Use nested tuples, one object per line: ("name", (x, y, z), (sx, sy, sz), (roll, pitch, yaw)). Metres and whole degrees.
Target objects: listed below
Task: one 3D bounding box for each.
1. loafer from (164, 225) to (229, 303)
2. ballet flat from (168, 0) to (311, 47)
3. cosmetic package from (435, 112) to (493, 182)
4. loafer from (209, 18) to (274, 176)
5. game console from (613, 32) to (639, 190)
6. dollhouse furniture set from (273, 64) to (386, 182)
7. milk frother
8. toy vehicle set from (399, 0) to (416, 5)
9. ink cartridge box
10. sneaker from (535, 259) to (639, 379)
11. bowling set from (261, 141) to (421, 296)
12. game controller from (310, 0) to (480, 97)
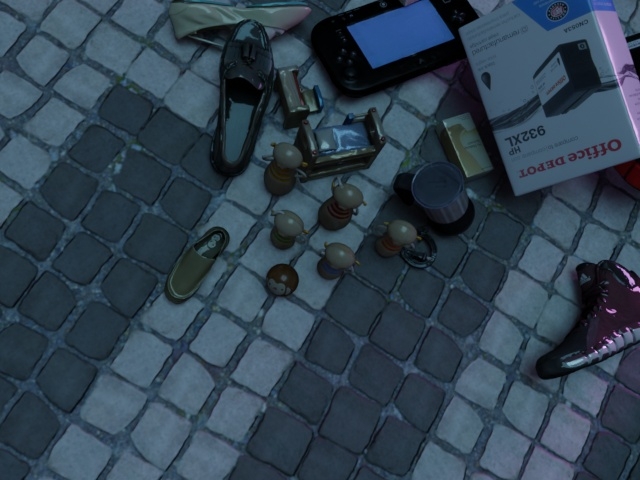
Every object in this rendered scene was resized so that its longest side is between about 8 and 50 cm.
("loafer", (-0.198, 0.033, 1.141), (0.056, 0.050, 0.148), (32, 72, -1))
("ballet flat", (-0.139, -0.377, 1.255), (0.248, 0.086, 0.086), (-1, 76, -10))
("cosmetic package", (0.258, -0.165, 1.286), (0.060, 0.041, 0.115), (-20, 80, -16))
("loafer", (-0.125, -0.239, 1.182), (0.096, 0.084, 0.268), (9, 88, -12))
("game console", (0.653, -0.260, 1.335), (0.386, 0.060, 0.342), (-20, 56, -16))
("dollhouse furniture set", (0.011, -0.214, 1.205), (0.129, 0.129, 0.184), (-13, 78, -14))
("milk frother", (0.183, -0.038, 1.188), (0.129, 0.135, 0.143), (-2, 70, 20))
("toy vehicle set", (0.219, -0.559, 1.363), (0.266, 0.035, 0.166), (-30, 69, -18))
("ink cartridge box", (0.396, -0.255, 1.198), (0.129, 0.223, 0.308), (-21, 92, -51))
("sneaker", (0.453, 0.125, 1.227), (0.281, 0.106, 0.163), (-17, 73, -24))
("bowling set", (0.000, 0.000, 1.134), (0.287, 0.154, 0.200), (28, 72, -2))
("game controller", (0.144, -0.371, 1.306), (0.319, 0.067, 0.166), (-24, 81, -16))
